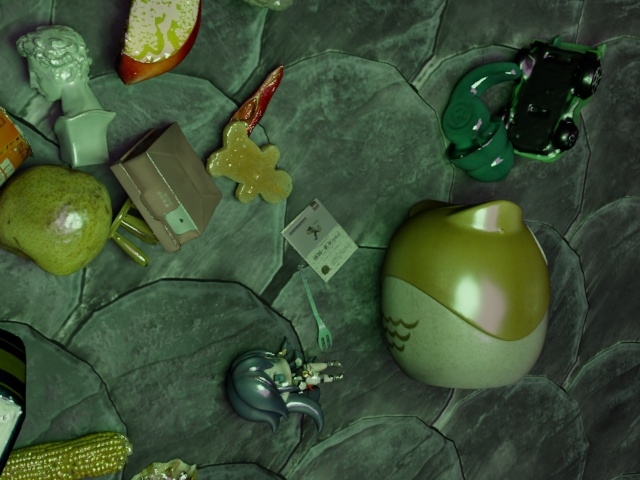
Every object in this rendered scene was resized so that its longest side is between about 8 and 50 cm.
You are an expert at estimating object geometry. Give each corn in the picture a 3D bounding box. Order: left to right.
[{"bbox_3d":[-0.564,0.474,1.460,0.319,0.097,0.097,-4,100,-22],"label":"corn"}]

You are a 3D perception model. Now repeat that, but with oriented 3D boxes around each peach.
[{"bbox_3d":[-0.324,-0.436,1.383,0.153,0.159,0.268,9,93,-15],"label":"peach"}]

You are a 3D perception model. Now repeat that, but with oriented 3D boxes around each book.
[{"bbox_3d":[0.000,0.000,1.682,0.127,0.014,0.182,-45,114,-11],"label":"book"}]

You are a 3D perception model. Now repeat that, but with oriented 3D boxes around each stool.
[{"bbox_3d":[-0.383,-0.027,1.441,0.110,0.134,0.135,33,74,-18],"label":"stool"}]

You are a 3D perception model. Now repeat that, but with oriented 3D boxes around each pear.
[{"bbox_3d":[-0.522,-0.052,1.337,0.228,0.188,0.211,27,77,3],"label":"pear"}]

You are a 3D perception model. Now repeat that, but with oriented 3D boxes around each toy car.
[{"bbox_3d":[0.616,-0.385,1.806,0.176,0.213,0.359,10,99,-60],"label":"toy car"}]

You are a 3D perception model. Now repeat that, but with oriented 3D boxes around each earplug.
[{"bbox_3d":[0.424,-0.288,1.753,0.257,0.164,0.280,-42,112,-21],"label":"earplug"}]

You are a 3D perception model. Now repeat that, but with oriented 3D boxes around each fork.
[{"bbox_3d":[-0.016,0.171,1.699,0.039,0.021,0.235,-25,108,-22],"label":"fork"}]

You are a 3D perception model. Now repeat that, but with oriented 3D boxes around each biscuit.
[{"bbox_3d":[-0.153,-0.159,1.549,0.234,0.030,0.153,31,92,-42],"label":"biscuit"}]

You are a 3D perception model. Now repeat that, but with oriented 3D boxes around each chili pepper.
[{"bbox_3d":[-0.158,-0.292,1.547,0.059,0.050,0.268,32,82,2],"label":"chili pepper"}]

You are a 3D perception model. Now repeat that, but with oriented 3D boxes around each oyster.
[{"bbox_3d":[-0.376,0.623,1.578,0.214,0.083,0.223,2,91,-27],"label":"oyster"}]

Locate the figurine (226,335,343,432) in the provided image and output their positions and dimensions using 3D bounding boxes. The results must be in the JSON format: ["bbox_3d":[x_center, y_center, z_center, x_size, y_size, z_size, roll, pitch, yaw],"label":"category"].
[{"bbox_3d":[-0.092,0.346,1.614,0.264,0.175,0.197,21,94,-18],"label":"figurine"}]

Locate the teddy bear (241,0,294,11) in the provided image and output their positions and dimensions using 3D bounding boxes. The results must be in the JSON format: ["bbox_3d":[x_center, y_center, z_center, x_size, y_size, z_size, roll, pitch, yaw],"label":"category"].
[{"bbox_3d":[-0.104,-0.625,1.458,0.236,0.151,0.267,25,86,-24],"label":"teddy bear"}]

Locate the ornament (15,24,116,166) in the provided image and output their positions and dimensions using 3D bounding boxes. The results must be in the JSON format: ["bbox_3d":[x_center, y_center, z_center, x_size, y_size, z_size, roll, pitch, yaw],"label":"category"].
[{"bbox_3d":[-0.490,-0.285,1.356,0.130,0.120,0.285,-34,113,-37],"label":"ornament"}]

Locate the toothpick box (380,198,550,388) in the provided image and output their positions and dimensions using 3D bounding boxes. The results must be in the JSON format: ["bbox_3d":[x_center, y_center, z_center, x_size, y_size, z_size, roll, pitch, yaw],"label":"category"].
[{"bbox_3d":[0.349,0.114,1.645,0.408,0.409,0.426,-3,94,-24],"label":"toothpick box"}]

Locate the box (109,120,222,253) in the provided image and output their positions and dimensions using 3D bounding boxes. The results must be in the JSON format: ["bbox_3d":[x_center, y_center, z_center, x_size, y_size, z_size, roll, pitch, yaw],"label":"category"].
[{"bbox_3d":[-0.308,-0.116,1.410,0.086,0.215,0.215,-24,111,18],"label":"box"}]

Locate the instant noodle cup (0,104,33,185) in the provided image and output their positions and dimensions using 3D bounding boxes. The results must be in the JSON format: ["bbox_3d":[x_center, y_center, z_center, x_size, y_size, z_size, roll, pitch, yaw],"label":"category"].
[{"bbox_3d":[-0.674,-0.174,1.211,0.214,0.296,0.296,-46,114,-20],"label":"instant noodle cup"}]

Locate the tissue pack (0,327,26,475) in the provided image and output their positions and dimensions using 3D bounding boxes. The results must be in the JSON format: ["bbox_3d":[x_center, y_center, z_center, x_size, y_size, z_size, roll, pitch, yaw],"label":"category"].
[{"bbox_3d":[-0.674,0.305,1.200,0.253,0.416,0.264,25,87,-25],"label":"tissue pack"}]
